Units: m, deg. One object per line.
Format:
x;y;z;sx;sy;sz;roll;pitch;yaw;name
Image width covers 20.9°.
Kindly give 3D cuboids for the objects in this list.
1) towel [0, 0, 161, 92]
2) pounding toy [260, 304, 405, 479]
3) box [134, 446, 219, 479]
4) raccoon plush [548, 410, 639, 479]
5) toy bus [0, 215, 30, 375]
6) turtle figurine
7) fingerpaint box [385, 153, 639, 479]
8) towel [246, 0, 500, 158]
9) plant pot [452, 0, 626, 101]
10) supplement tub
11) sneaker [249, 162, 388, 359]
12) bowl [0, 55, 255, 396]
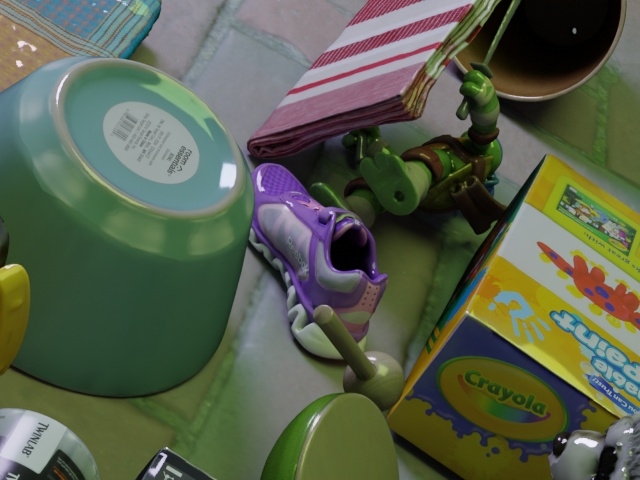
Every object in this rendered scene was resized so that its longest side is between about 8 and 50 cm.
-0.330;-0.221;1.717;0.271;0.040;0.370;32;36;-3;towel
-0.019;0.187;1.406;0.183;0.110;0.237;38;57;-56;pounding toy
-0.018;0.364;1.150;0.395;0.097;0.318;32;43;-3;box
0.359;0.309;1.416;0.446;0.299;0.216;29;33;-9;raccoon plush
-0.361;0.036;1.304;0.220;0.149;0.211;44;50;18;toy bus
0.088;-0.120;1.836;0.197;0.275;0.266;10;27;29;turtle figurine
0.326;0.164;1.701;0.445;0.163;0.371;34;32;0;fingerpaint box
0.084;-0.210;1.837;0.037;0.237;0.329;55;50;-21;towel
0.297;-0.309;2.257;0.237;0.237;0.254;40;19;9;plant pot
-0.233;0.212;1.190;0.117;0.117;0.190;31;32;-4;supplement tub
0.000;0.000;1.681;0.095;0.104;0.236;5;42;-36;sneaker
-0.181;-0.038;1.487;0.311;0.163;0.311;22;42;-21;bowl
